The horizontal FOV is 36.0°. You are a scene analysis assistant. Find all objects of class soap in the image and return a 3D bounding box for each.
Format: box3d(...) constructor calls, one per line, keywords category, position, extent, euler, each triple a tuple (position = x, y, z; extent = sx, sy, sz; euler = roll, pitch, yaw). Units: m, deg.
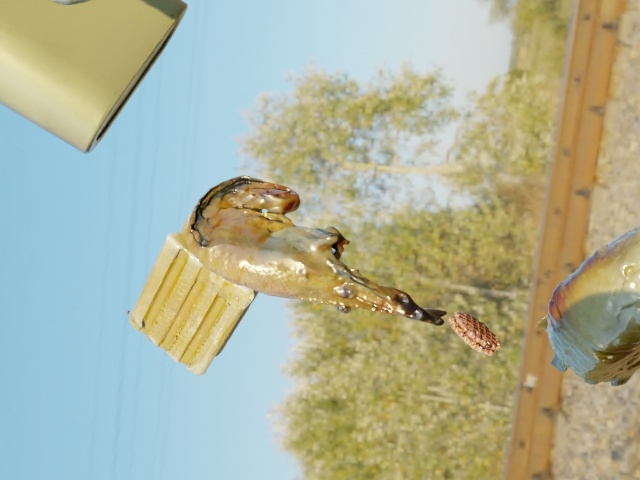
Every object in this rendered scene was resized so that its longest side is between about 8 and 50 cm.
box3d(category="soap", position=(-0.211, 0.096, 1.650), extent=(0.089, 0.173, 0.274), euler=(-50, -4, -42))

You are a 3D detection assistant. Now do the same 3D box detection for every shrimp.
box3d(category="shrimp", position=(0.000, 0.005, 0.933), extent=(0.066, 0.262, 0.117), euler=(93, -168, -70))

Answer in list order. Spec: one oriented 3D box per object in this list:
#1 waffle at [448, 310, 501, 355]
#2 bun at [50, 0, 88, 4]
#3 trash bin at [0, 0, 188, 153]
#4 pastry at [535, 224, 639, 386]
box3d(category="waffle", position=(0.224, 0.133, 1.436), extent=(0.075, 0.083, 0.029), euler=(19, -65, -44))
box3d(category="bun", position=(-0.208, -0.302, 0.770), extent=(0.141, 0.239, 0.239), euler=(-101, 8, -48))
box3d(category="trash bin", position=(-0.306, -0.248, 1.091), extent=(0.243, 0.247, 0.121), euler=(-61, 10, -29))
box3d(category="pastry", position=(0.454, 0.067, 1.325), extent=(0.136, 0.330, 0.329), euler=(59, 172, 25))
